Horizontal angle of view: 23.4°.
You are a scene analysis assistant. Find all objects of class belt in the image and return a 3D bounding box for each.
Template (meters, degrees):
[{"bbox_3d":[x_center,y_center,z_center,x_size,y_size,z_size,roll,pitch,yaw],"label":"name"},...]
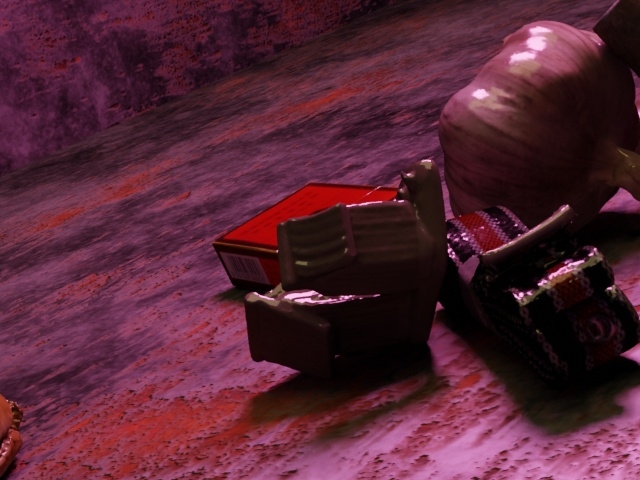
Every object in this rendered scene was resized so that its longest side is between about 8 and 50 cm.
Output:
[{"bbox_3d":[0.168,0.035,1.347,0.094,0.126,0.359,-28,9,-5],"label":"belt"}]

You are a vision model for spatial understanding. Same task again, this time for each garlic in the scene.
[{"bbox_3d":[0.263,-0.079,1.561,0.253,0.245,0.245,30,38,26],"label":"garlic"}]

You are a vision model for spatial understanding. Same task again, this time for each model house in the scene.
[{"bbox_3d":[0.022,0.036,1.392,0.188,0.229,0.122,-15,56,-17],"label":"model house"}]

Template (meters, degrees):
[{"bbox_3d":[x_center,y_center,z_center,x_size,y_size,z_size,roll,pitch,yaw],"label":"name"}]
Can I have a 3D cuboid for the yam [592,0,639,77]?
[{"bbox_3d":[0.378,-0.151,1.499,0.106,0.259,0.106,-40,-12,-10],"label":"yam"}]

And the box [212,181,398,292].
[{"bbox_3d":[0.000,-0.001,1.735,0.153,0.074,0.240,-28,17,-25],"label":"box"}]

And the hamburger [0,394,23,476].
[{"bbox_3d":[-0.345,0.188,1.419,0.138,0.083,0.147,-11,17,7],"label":"hamburger"}]

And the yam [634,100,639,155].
[{"bbox_3d":[0.416,-0.134,1.773,0.127,0.084,0.084,-15,13,20],"label":"yam"}]
